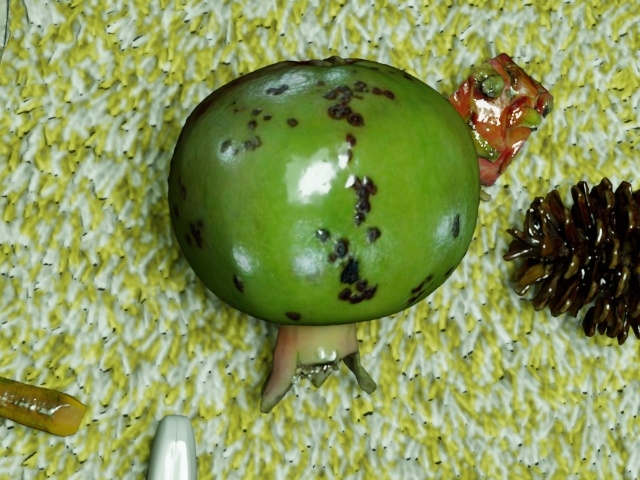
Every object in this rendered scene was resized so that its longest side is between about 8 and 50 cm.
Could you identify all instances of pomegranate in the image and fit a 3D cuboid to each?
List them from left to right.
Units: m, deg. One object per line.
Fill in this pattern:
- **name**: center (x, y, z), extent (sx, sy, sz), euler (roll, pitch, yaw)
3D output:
- **pomegranate**: center (0.004, -0.008, 1.040), extent (0.291, 0.291, 0.323), euler (3, 80, -9)

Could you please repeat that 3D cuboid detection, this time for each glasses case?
- **glasses case**: center (-0.141, 0.258, 1.069), extent (0.049, 0.074, 0.193), euler (6, 80, -8)

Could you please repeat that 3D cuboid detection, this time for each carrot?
- **carrot**: center (-0.305, 0.142, 1.083), extent (0.171, 0.042, 0.042), euler (20, 77, -3)

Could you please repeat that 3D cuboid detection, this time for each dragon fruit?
- **dragon fruit**: center (0.179, -0.128, 1.181), extent (0.102, 0.096, 0.147), euler (36, 78, -5)

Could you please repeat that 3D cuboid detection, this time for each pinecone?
- **pinecone**: center (0.262, 0.015, 1.138), extent (0.165, 0.163, 0.163), euler (11, 78, -6)

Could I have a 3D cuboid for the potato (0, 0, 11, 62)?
- **potato**: center (-0.334, -0.232, 1.125), extent (0.061, 0.086, 0.122), euler (6, 77, -22)
